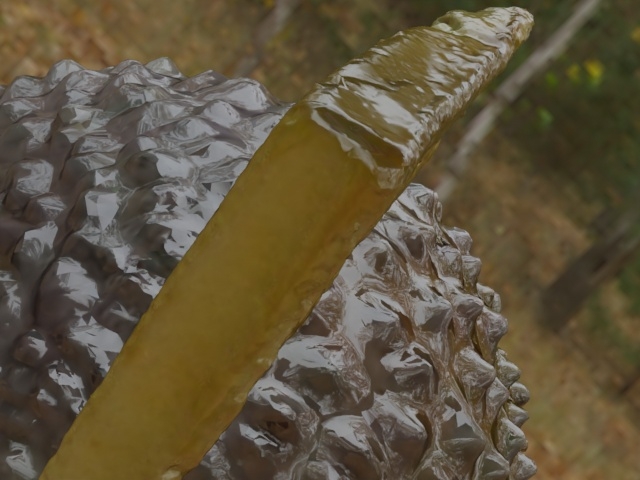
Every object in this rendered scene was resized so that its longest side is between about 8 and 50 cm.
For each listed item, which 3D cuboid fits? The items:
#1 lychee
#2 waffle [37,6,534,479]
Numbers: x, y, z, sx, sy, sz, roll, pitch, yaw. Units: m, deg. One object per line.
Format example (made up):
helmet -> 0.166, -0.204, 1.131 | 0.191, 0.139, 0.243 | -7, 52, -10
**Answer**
lychee -> -0.077, 0.100, 0.892 | 0.432, 0.380, 0.380 | 41, 9, -45
waffle -> 0.000, 0.000, 0.479 | 0.032, 0.125, 0.191 | 35, 18, 5
